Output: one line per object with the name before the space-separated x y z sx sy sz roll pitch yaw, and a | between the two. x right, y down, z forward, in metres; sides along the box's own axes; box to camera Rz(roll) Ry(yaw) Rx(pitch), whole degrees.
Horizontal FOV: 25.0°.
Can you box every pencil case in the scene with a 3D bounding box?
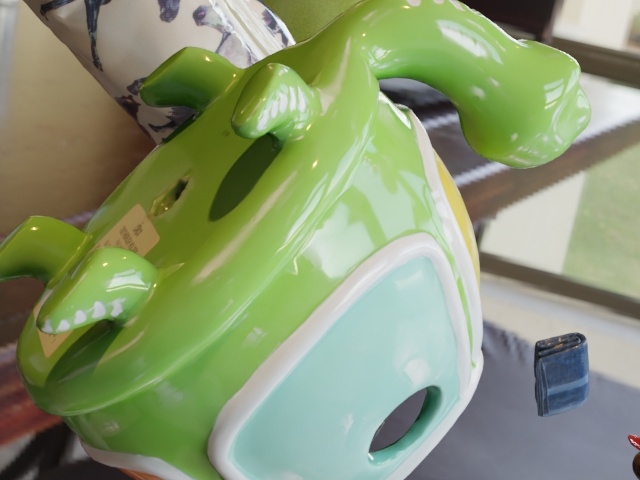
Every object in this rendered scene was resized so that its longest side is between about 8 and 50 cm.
pencil case | -0.088 -0.145 1.185 0.160 0.410 0.183 -50 21 -25

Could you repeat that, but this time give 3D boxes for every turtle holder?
turtle holder | -0.014 0.007 0.823 0.227 0.320 0.243 45 -30 -21

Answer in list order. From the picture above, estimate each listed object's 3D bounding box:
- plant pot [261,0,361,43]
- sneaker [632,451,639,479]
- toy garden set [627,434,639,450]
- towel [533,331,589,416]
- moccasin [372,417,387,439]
plant pot | -0.025 -0.383 1.595 0.274 0.293 0.275 1 59 -2
sneaker | 0.438 0.273 1.744 0.071 0.066 0.188 33 -14 -30
toy garden set | 0.355 0.176 1.131 0.203 0.049 0.244 -32 43 -12
towel | 0.287 0.161 1.710 0.067 0.119 0.029 -15 43 -4
moccasin | 0.037 0.114 1.711 0.147 0.139 0.380 25 50 -5
